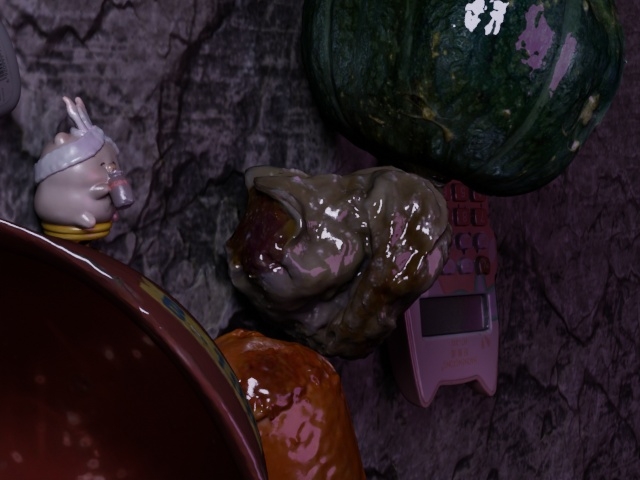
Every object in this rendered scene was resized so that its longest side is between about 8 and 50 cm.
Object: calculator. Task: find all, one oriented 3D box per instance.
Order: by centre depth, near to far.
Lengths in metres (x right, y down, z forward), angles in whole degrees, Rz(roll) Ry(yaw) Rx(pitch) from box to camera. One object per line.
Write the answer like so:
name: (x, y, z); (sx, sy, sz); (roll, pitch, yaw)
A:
calculator: (0.126, 0.006, 1.747); (0.220, 0.048, 0.330); (1, 88, -56)

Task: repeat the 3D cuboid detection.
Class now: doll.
doll: (-0.174, -0.044, 1.240); (0.073, 0.084, 0.127); (-15, 111, -57)

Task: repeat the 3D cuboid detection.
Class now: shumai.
shumai: (0.003, -0.003, 1.481); (0.185, 0.218, 0.184); (36, 84, -7)

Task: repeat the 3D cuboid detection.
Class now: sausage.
sausage: (-0.040, 0.204, 1.389); (0.141, 0.153, 0.268); (-25, 113, -28)

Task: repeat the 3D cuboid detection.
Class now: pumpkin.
pumpkin: (0.104, -0.187, 1.484); (0.197, 0.293, 0.263); (28, 77, -51)

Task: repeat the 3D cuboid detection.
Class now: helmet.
helmet: (-0.188, 0.129, 1.062); (0.385, 0.337, 0.230); (53, 17, -8)

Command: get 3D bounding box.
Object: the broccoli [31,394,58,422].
broccoli: (-0.189, 0.123, 1.218); (0.095, 0.092, 0.097); (58, 26, -57)

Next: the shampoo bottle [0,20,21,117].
shampoo bottle: (-0.272, -0.101, 1.128); (0.165, 0.040, 0.080); (-37, 122, -50)
